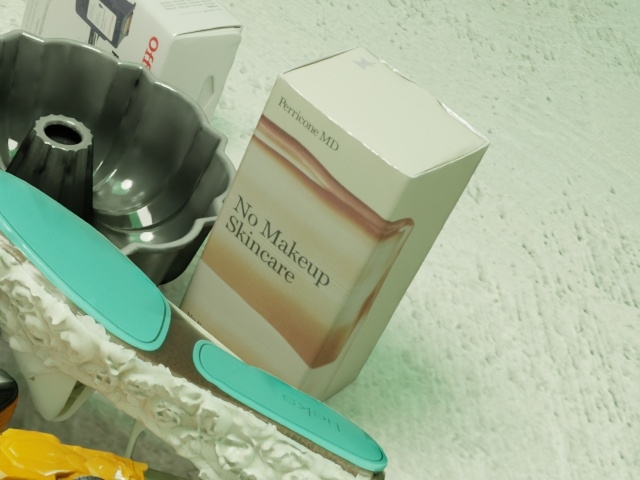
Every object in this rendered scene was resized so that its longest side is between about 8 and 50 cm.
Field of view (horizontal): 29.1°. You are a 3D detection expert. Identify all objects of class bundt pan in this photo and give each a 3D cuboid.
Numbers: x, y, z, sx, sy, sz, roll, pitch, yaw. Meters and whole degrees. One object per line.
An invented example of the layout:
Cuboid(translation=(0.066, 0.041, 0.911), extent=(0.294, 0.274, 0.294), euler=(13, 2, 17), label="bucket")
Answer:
Cuboid(translation=(-0.250, -0.053, 1.142), extent=(0.331, 0.124, 0.330), euler=(16, 36, -12), label="bundt pan")

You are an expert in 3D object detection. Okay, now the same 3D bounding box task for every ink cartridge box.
Cuboid(translation=(-0.213, -0.224, 1.342), extent=(0.100, 0.172, 0.237), euler=(-17, 53, -44), label="ink cartridge box")

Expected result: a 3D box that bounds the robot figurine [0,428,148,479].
Cuboid(translation=(-0.234, 0.189, 0.788), extent=(0.291, 0.085, 0.211), euler=(16, 26, -32), label="robot figurine")

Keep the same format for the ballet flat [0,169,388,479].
Cuboid(translation=(-0.135, 0.114, 0.935), extent=(0.409, 0.147, 0.147), euler=(37, 35, -6), label="ballet flat")

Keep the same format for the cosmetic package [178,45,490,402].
Cuboid(translation=(0.000, 0.000, 1.072), extent=(0.153, 0.296, 0.129), euler=(39, 36, 20), label="cosmetic package")

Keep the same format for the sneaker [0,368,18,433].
Cuboid(translation=(-0.353, 0.114, 0.895), extent=(0.262, 0.099, 0.121), euler=(-6, 41, -38), label="sneaker")
